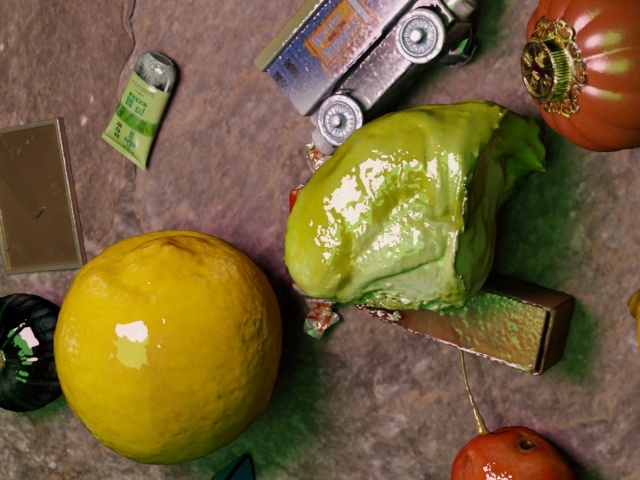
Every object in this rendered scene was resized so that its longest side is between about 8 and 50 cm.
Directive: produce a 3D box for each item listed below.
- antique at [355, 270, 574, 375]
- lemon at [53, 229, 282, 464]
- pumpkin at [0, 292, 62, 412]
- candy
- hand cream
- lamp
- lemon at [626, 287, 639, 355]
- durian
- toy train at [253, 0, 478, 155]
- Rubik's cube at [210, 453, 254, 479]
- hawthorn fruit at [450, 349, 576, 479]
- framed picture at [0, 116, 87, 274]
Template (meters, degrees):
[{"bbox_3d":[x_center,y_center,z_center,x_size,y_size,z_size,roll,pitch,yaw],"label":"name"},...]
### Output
[{"bbox_3d":[0.173,0.081,1.577,0.310,0.087,0.093,18,108,26],"label":"antique"},{"bbox_3d":[-0.212,0.151,1.677,0.348,0.348,0.348,6,101,29],"label":"lemon"},{"bbox_3d":[-0.496,0.185,1.954,0.202,0.140,0.202,4,97,30],"label":"pumpkin"},{"bbox_3d":[-0.001,0.000,1.680,0.086,0.059,0.292,3,99,31],"label":"candy"},{"bbox_3d":[-0.274,-0.204,1.811,0.095,0.046,0.175,37,116,17],"label":"hand cream"},{"bbox_3d":[0.332,-0.212,1.370,0.223,0.197,0.223,168,90,-69],"label":"lamp"},{"bbox_3d":[0.493,0.102,1.299,0.284,0.260,0.260,32,114,42],"label":"lemon"},{"bbox_3d":[0.108,-0.042,1.479,0.340,0.204,0.255,-1,71,16],"label":"durian"},{"bbox_3d":[0.062,-0.260,1.557,0.300,0.131,0.202,-44,74,28],"label":"toy train"},{"bbox_3d":[-0.129,0.495,1.843,0.250,0.284,0.234,-45,95,-5],"label":"Rubik's cube"},{"bbox_3d":[0.221,0.270,1.559,0.165,0.165,0.285,-42,64,29],"label":"hawthorn fruit"},{"bbox_3d":[-0.479,-0.070,1.972,0.184,0.016,0.250,-7,94,31],"label":"framed picture"}]
